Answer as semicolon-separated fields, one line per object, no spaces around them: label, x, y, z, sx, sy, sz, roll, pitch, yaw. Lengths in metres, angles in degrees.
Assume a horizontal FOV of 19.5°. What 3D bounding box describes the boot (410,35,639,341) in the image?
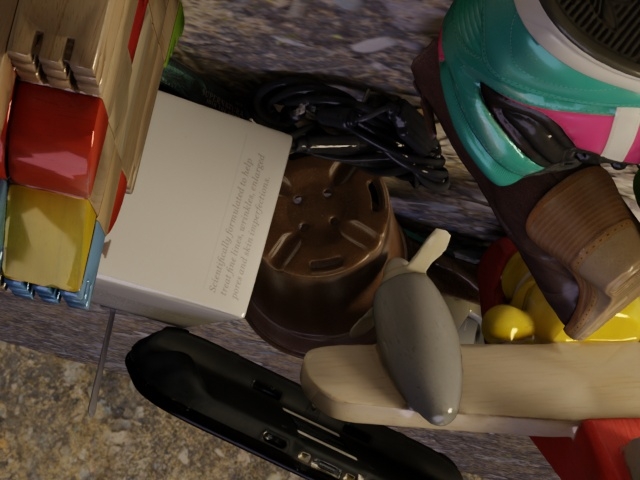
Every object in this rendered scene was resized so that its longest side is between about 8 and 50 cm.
boot;0.150;-0.040;1.295;0.207;0.090;0.248;52;178;13

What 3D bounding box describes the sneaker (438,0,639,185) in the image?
sneaker;0.184;-0.078;1.101;0.295;0.124;0.178;28;157;-27

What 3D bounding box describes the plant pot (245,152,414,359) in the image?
plant pot;0.000;0.000;1.605;0.167;0.167;0.165;11;159;7

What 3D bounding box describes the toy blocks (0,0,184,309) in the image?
toy blocks;-0.168;-0.082;1.118;0.190;0.261;0.381;12;168;1

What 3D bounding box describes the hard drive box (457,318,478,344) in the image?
hard drive box;0.143;0.089;1.992;0.232;0.089;0.181;10;168;13

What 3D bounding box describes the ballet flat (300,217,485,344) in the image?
ballet flat;0.134;0.064;1.805;0.342;0.124;0.116;16;168;-16

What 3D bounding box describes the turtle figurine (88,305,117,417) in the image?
turtle figurine;-0.251;0.000;1.645;0.198;0.274;0.266;44;169;45

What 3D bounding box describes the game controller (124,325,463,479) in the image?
game controller;-0.012;0.167;1.522;0.319;0.067;0.166;26;-168;-14

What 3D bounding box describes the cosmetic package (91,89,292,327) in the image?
cosmetic package;-0.134;-0.024;1.463;0.151;0.151;0.183;17;170;-18

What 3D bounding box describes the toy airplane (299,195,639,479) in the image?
toy airplane;0.229;0.101;1.537;0.384;0.272;0.386;20;-154;28

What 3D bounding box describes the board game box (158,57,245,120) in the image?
board game box;-0.156;-0.127;1.457;0.126;0.026;0.186;3;164;36

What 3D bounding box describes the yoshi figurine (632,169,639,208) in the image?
yoshi figurine;0.366;0.023;1.205;0.362;0.203;0.203;42;166;45

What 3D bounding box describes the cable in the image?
cable;0.023;-0.077;1.459;0.150;0.047;0.184;6;167;27
